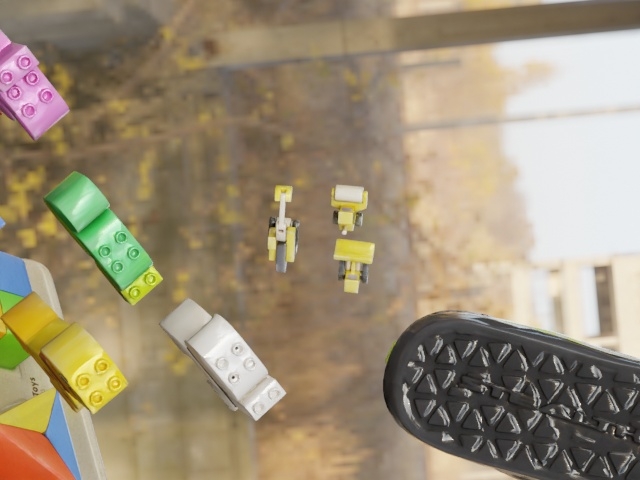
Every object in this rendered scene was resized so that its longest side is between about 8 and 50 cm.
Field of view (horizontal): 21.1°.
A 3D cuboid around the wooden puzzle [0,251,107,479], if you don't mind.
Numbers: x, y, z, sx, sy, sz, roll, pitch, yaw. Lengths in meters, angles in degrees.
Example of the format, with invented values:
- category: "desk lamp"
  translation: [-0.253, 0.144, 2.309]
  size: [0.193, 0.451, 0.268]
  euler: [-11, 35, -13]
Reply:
- category: "wooden puzzle"
  translation: [-0.323, 0.102, 1.414]
  size: [0.348, 0.080, 0.322]
  euler: [17, 44, -46]

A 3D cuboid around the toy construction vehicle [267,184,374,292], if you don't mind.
- category: "toy construction vehicle"
  translation: [0.000, 0.000, 1.348]
  size: [0.035, 0.086, 0.098]
  euler: [-79, 177, -49]

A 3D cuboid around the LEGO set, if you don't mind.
- category: "LEGO set"
  translation: [-0.104, 0.017, 0.725]
  size: [0.227, 0.087, 0.093]
  euler: [53, -13, -23]

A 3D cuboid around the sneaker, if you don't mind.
- category: "sneaker"
  translation: [0.139, 0.088, 0.783]
  size: [0.084, 0.235, 0.097]
  euler: [-65, 167, 0]
